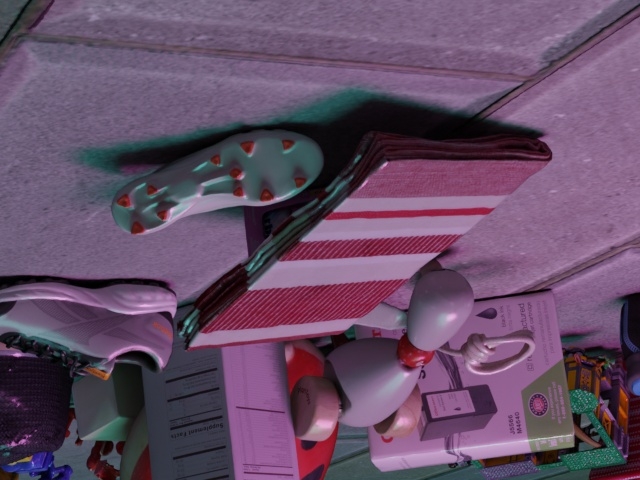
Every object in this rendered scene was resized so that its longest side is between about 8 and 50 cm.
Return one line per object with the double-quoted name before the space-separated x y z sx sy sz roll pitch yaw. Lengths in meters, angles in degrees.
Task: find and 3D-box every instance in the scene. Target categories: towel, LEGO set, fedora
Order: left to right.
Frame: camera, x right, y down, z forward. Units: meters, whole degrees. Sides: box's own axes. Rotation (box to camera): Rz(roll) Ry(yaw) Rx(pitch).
"fedora" -0.421 0.202 1.974 0.334 0.153 0.334 -7 164 -2
"towel" 0.036 0.003 1.474 0.237 0.037 0.329 -2 149 -45
"LEGO set" 0.342 0.238 2.493 0.331 0.192 0.255 -21 130 34
"towel" 0.534 0.273 2.500 0.199 0.275 0.031 -18 123 37

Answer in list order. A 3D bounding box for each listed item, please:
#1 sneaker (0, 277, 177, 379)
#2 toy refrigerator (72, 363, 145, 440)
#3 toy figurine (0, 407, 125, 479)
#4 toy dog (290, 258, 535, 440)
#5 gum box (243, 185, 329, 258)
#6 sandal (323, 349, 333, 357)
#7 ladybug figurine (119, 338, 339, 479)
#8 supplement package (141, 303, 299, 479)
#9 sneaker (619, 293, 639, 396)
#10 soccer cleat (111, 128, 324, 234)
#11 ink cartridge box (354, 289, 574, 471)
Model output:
"sneaker" -0.288 0.103 1.766 0.271 0.108 0.100 2 164 -23
"toy refrigerator" -0.221 0.235 2.299 0.269 0.094 0.102 7 152 -42
"toy figurine" -0.474 0.281 2.365 0.362 0.191 0.217 -10 135 39
"toy dog" 0.083 0.119 1.945 0.220 0.161 0.333 21 132 -42
"gum box" 0.000 0.000 1.597 0.107 0.062 0.188 -12 163 14
"sandal" 0.059 0.195 2.280 0.302 0.120 0.086 -14 -169 31
"ladybug figurine" -0.116 0.308 2.193 0.305 0.162 0.449 -1 134 -23
"supplement package" -0.127 0.210 1.956 0.133 0.244 0.139 -17 161 33
"sneaker" 0.577 0.128 2.176 0.340 0.140 0.125 -2 155 -16
"soccer cleat" -0.091 -0.056 1.381 0.196 0.068 0.076 -17 -167 9
"ink cartridge box" 0.192 0.191 2.109 0.272 0.198 0.115 -9 164 7
